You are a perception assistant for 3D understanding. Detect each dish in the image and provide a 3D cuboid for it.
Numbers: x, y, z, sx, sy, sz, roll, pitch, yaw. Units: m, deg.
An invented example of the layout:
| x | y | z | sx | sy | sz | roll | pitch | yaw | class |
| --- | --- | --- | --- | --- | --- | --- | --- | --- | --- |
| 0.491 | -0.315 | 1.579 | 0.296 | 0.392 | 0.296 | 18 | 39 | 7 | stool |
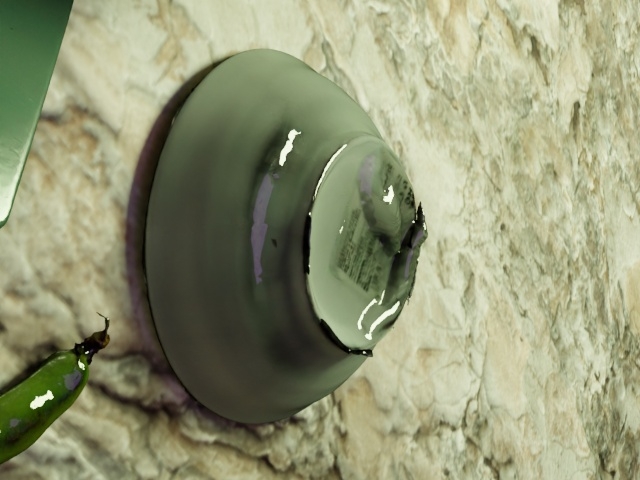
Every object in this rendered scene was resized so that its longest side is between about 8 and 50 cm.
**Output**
| x | y | z | sx | sy | sz | roll | pitch | yaw | class |
| --- | --- | --- | --- | --- | --- | --- | --- | --- | --- |
| 0.000 | 0.000 | 0.818 | 0.316 | 0.106 | 0.316 | -6 | 97 | -55 | dish |

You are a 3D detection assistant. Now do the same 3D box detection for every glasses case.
| x | y | z | sx | sy | sz | roll | pitch | yaw | class |
| --- | --- | --- | --- | --- | --- | --- | --- | --- | --- |
| -0.188 | -0.090 | 0.544 | 0.078 | 0.039 | 0.184 | 40 | 42 | -39 | glasses case |

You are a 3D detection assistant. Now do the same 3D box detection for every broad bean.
| x | y | z | sx | sy | sz | roll | pitch | yaw | class |
| --- | --- | --- | --- | --- | --- | --- | --- | --- | --- |
| -0.207 | 0.108 | 0.587 | 0.227 | 0.039 | 0.069 | -31 | 130 | -52 | broad bean |
